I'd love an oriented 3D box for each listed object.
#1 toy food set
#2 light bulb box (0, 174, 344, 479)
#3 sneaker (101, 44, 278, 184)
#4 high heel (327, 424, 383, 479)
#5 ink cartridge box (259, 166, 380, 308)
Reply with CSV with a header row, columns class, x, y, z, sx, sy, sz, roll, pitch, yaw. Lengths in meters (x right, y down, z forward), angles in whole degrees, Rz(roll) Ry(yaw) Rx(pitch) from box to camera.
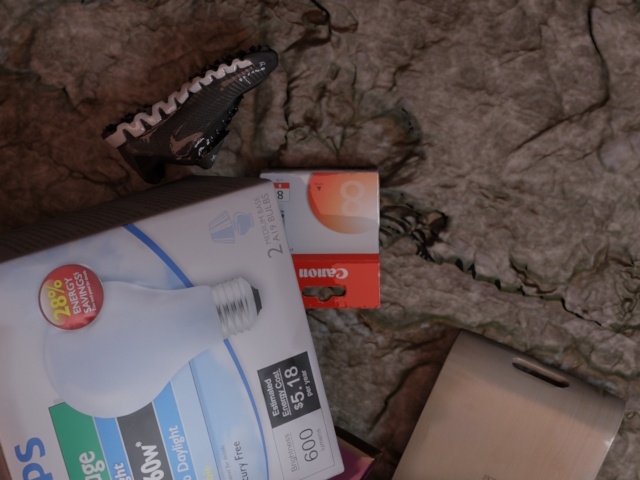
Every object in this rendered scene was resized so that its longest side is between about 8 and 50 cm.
class,x,y,z,sx,sy,sz,roll,pitch,yaw
toy food set,0.214,0.289,1.482,0.220,0.092,0.306,24,101,10
light bulb box,-0.214,0.142,1.326,0.361,0.225,0.357,-20,102,-26
sneaker,-0.138,-0.143,1.413,0.234,0.078,0.106,-29,101,13
high heel,0.113,0.388,1.407,0.377,0.127,0.181,32,96,22
ink cartridge box,0.000,0.000,1.448,0.146,0.045,0.179,0,99,5
